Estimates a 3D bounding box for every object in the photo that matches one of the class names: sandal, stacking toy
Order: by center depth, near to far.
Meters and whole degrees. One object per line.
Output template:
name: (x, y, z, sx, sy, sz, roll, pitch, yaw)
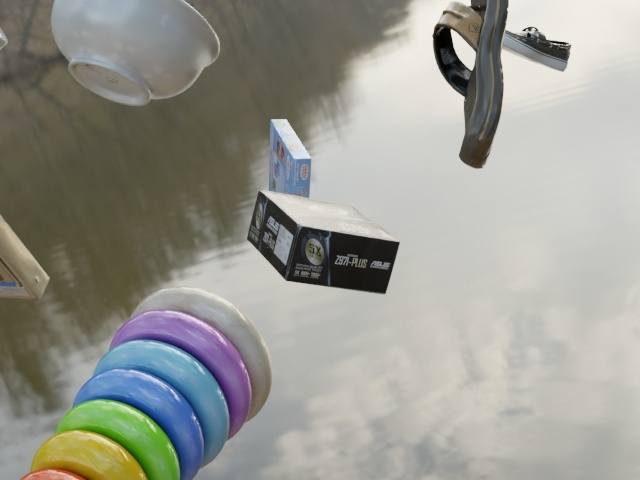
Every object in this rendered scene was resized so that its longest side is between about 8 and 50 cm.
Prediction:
stacking toy: (-0.163, 0.170, 0.793, 0.141, 0.141, 0.330, -8, 23, 29)
sandal: (0.122, -0.155, 0.877, 0.060, 0.090, 0.219, 7, 61, 4)

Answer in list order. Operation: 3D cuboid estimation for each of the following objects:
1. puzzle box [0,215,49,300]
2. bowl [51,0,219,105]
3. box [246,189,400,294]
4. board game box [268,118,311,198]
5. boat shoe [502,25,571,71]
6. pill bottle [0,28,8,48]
puzzle box: (-0.707, 0.000, 1.816, 0.408, 0.272, 0.052, 2, 53, 20)
bowl: (-0.325, -0.314, 1.734, 0.297, 0.298, 0.134, 0, 66, 47)
box: (0.000, 0.000, 1.414, 0.147, 0.078, 0.180, 9, 14, -23)
board game box: (-0.062, -0.124, 2.034, 0.039, 0.160, 0.211, -3, 27, -13)
boat shoe: (0.272, -0.254, 1.350, 0.142, 0.040, 0.049, 11, 13, -41)
pill bottle: (-0.614, -0.260, 1.580, 0.272, 0.152, 0.152, -37, 17, -1)
